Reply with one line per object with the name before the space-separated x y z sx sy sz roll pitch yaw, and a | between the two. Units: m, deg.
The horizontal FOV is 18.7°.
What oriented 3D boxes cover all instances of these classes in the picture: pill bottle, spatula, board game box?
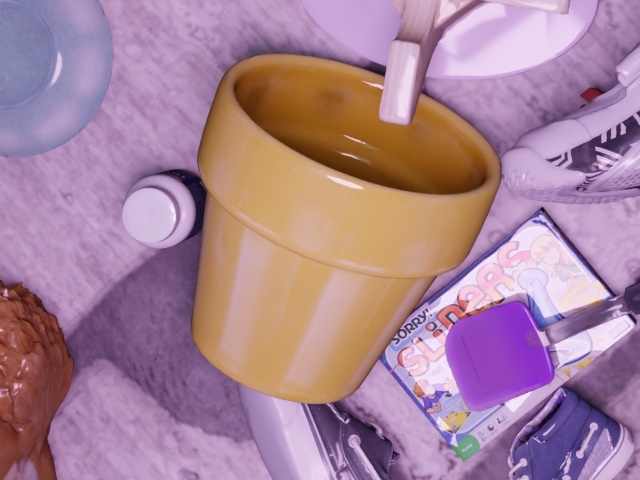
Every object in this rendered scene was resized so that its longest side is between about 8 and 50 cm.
pill bottle | -0.140 -0.028 1.755 0.067 0.120 0.067 1 96 9
spatula | 0.248 0.063 1.707 0.296 0.030 0.084 -23 90 11
board game box | 0.165 0.085 1.758 0.201 0.035 0.136 -40 88 11

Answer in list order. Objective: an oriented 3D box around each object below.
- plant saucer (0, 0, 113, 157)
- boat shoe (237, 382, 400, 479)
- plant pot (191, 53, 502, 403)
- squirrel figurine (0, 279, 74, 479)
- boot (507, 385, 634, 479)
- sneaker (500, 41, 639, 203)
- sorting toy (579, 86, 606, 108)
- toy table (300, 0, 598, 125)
plant saucer | -0.290 -0.173 1.809 0.195 0.037 0.195 1 97 9
boat shoe | 0.021 0.208 1.769 0.102 0.108 0.301 -24 78 -20
plant pot | 0.000 0.000 1.684 0.254 0.254 0.239 23 115 7
squirrel figurine | -0.437 0.175 1.790 0.370 0.281 0.397 11 84 19
boot | 0.190 0.222 1.744 0.086 0.069 0.190 38 92 -16
sneaker | 0.307 -0.167 1.616 0.365 0.137 0.210 -18 78 9
sorting toy | 0.267 -0.097 1.709 0.102 0.061 0.042 26 101 -10
toy table | 0.098 -0.228 1.674 0.274 0.161 0.252 -1 96 11
